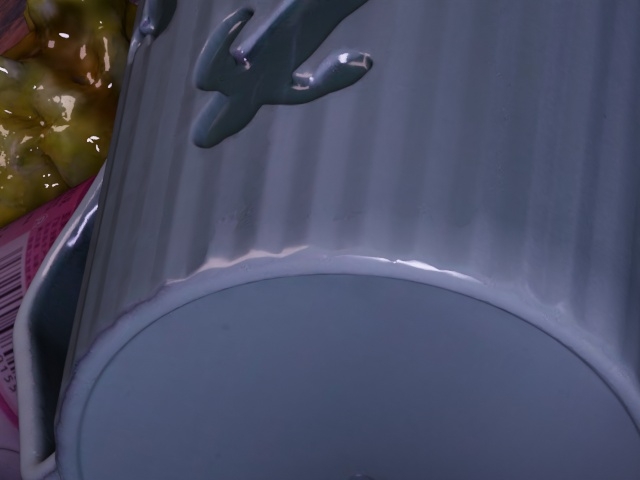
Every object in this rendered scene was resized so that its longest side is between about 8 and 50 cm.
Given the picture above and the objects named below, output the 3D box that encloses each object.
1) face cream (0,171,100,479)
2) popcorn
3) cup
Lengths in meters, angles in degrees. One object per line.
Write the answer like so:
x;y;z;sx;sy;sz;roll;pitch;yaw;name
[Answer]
-0.146;0.058;1.253;0.195;0.175;0.175;-26;28;33;face cream
-0.176;-0.052;1.420;0.250;0.241;0.235;-60;12;-15;popcorn
0.024;0.007;0.956;0.392;0.310;0.401;-79;11;-49;cup
